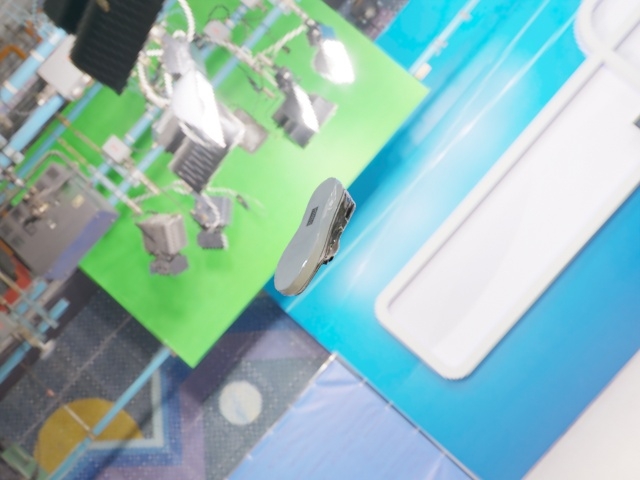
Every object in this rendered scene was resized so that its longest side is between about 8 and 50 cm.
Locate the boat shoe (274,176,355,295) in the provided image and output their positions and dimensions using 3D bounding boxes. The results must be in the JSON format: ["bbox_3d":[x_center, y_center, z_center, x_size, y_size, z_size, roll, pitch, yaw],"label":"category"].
[{"bbox_3d":[0.000,0.000,0.805,0.049,0.040,0.142,-18,38,44],"label":"boat shoe"}]
